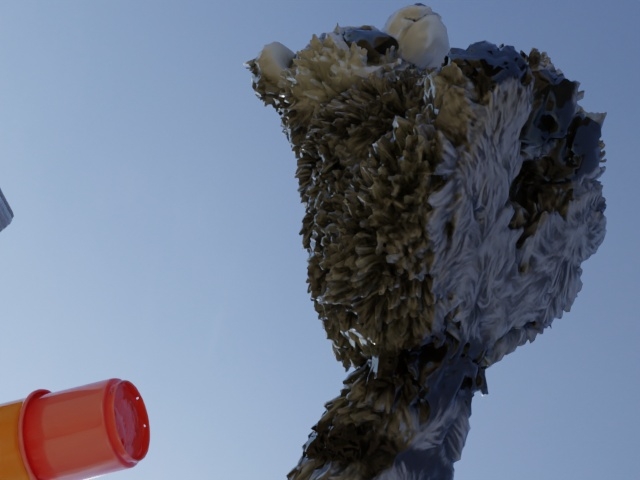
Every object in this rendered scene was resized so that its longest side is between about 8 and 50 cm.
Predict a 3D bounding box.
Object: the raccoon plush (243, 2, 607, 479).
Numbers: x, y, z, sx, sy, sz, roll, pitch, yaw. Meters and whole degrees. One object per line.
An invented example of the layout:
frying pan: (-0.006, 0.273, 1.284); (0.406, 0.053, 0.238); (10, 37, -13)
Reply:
raccoon plush: (0.000, 0.000, 0.609); (0.299, 0.216, 0.446); (18, -117, 47)

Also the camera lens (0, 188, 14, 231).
camera lens: (-0.410, -0.080, 0.631); (0.219, 0.219, 0.274); (-14, -69, 41)

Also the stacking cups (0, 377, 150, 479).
stacking cups: (-0.279, 0.163, 0.578); (0.316, 0.096, 0.096); (-15, -106, 5)
